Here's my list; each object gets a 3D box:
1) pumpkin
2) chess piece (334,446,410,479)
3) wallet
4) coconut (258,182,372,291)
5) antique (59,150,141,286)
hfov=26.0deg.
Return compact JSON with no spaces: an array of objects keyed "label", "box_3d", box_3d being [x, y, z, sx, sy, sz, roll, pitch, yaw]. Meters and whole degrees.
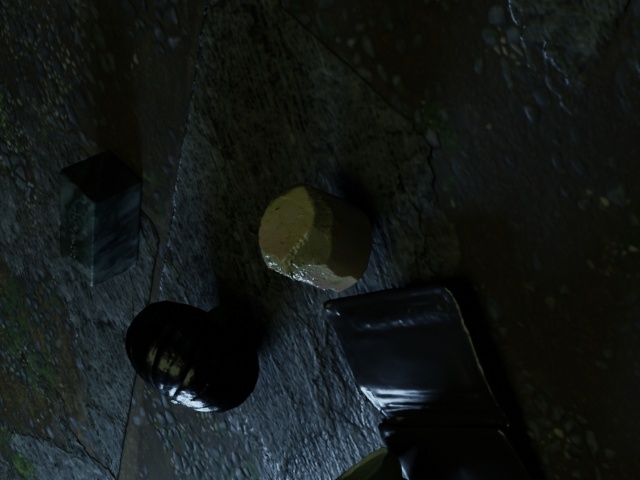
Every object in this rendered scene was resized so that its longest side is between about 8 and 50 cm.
[{"label":"pumpkin","box_3d":[-0.175,0.157,1.881,0.194,0.194,0.150,-7,77,54]},{"label":"chess piece","box_3d":[0.117,0.429,1.667,0.330,0.182,0.182,50,145,-1]},{"label":"wallet","box_3d":[0.134,0.199,1.614,0.247,0.041,0.323,-9,108,55]},{"label":"coconut","box_3d":[0.000,0.000,1.598,0.116,0.122,0.116,-19,61,39]},{"label":"antique","box_3d":[-0.323,-0.026,2.028,0.088,0.086,0.183,40,140,31]}]
